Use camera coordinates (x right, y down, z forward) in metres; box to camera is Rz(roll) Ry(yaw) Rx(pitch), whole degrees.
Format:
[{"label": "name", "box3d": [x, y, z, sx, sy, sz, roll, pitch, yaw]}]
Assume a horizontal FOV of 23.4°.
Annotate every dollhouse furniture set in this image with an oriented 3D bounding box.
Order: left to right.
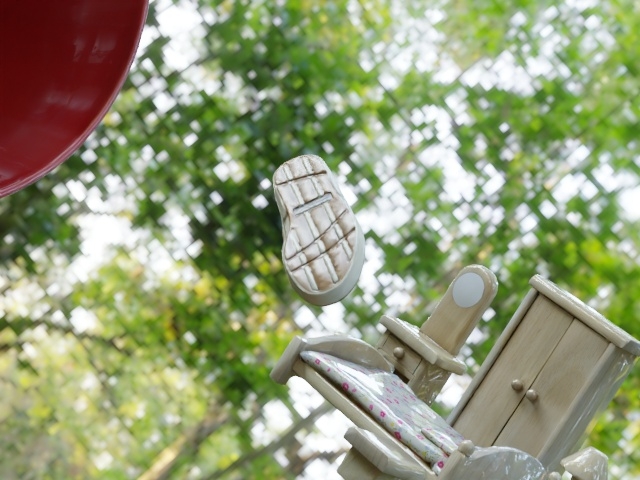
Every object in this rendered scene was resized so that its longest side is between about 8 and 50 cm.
[{"label": "dollhouse furniture set", "box3d": [0.089, 0.082, 1.239, 0.303, 0.173, 0.355, 37, 7, 40]}]

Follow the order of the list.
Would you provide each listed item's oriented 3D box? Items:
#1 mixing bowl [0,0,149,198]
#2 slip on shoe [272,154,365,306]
[{"label": "mixing bowl", "box3d": [-0.162, -0.103, 0.547, 0.098, 0.181, 0.181, 4, -48, 49]}, {"label": "slip on shoe", "box3d": [0.000, 0.000, 0.937, 0.135, 0.051, 0.041, -111, 178, -53]}]
